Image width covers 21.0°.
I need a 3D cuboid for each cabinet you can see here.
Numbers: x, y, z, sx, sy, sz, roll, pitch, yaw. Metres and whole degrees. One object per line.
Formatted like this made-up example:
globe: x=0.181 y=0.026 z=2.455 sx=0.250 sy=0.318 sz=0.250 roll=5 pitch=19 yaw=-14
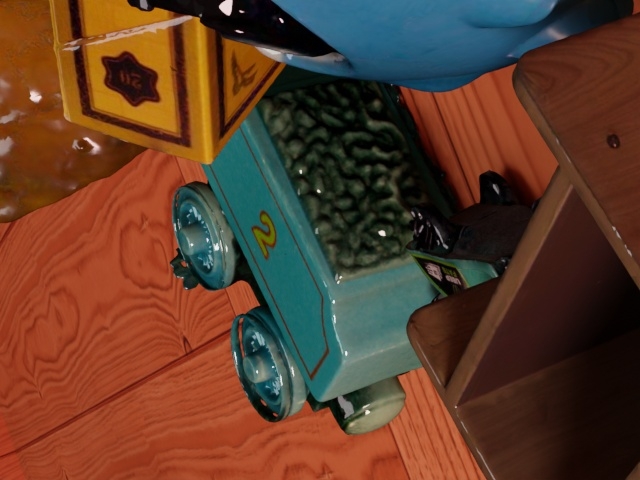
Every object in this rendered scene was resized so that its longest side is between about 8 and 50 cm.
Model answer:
cabinet: x=0.146 y=0.054 z=0.552 sx=0.215 sy=0.148 sz=0.175 roll=61 pitch=159 yaw=23

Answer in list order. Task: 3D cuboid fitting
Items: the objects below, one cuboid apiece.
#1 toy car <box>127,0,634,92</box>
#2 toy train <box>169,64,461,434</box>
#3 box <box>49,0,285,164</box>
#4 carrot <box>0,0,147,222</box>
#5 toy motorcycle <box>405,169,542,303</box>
toy car: x=0.047 y=-0.141 z=0.585 sx=0.255 sy=0.190 sz=0.189 roll=-45 pitch=-28 yaw=-80
toy train: x=0.000 y=0.000 z=0.955 sx=0.203 sy=0.112 sz=0.163 roll=61 pitch=153 yaw=19
box: x=-0.042 y=-0.207 z=0.733 sx=0.084 sy=0.193 sz=0.301 roll=20 pitch=138 yaw=17
carrot: x=-0.144 y=-0.206 z=0.953 sx=0.241 sy=0.241 sz=0.341 roll=47 pitch=146 yaw=49
toy motorcycle: x=0.095 y=0.021 z=0.800 sx=0.100 sy=0.058 sz=0.173 roll=67 pitch=163 yaw=-12
